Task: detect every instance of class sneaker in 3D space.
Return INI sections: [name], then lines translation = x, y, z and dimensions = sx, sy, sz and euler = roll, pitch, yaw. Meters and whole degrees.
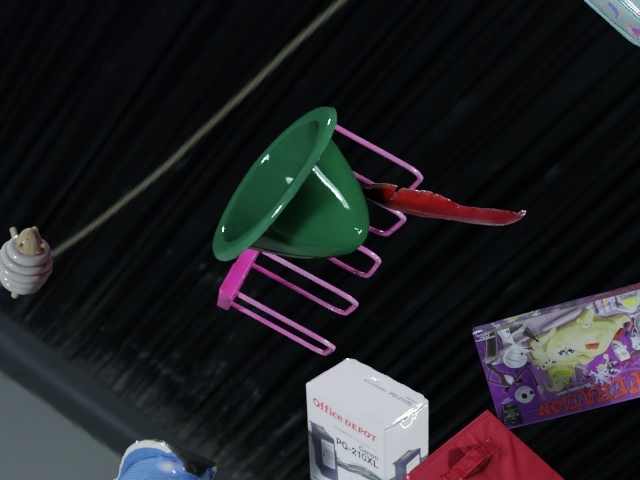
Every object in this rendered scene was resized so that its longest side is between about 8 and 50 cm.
[sneaker]
translation = -0.255, 0.391, 1.421
dimensions = 0.129, 0.330, 0.147
euler = 28, 41, -22

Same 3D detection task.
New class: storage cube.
[storage cube]
translation = 0.188, 0.360, 1.228
dimensions = 0.193, 0.215, 0.183
euler = 42, 39, 21

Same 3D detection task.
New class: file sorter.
[file sorter]
translation = 0.000, 0.000, 1.473
dimensions = 0.182, 0.291, 0.202
euler = 29, -10, -1

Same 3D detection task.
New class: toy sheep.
[toy sheep]
translation = -0.444, 0.035, 1.536
dimensions = 0.091, 0.132, 0.091
euler = 13, 38, -11

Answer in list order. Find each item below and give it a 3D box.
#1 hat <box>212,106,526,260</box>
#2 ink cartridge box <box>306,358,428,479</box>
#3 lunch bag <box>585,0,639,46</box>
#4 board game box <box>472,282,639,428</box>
[hat]
translation = 0.027, -0.005, 0.945
dimensions = 0.183, 0.173, 0.208
euler = 36, -13, -18
[ink cartridge box]
translation = 0.071, 0.324, 1.552
dimensions = 0.100, 0.237, 0.172
euler = -25, 34, -37
[lunch bag]
translation = 0.549, -0.459, 1.624
dimensions = 0.224, 0.279, 0.108
euler = 47, -5, 22
[board game box]
translation = 0.487, 0.223, 1.962
dimensions = 0.056, 0.347, 0.208
euler = -64, 136, -74
